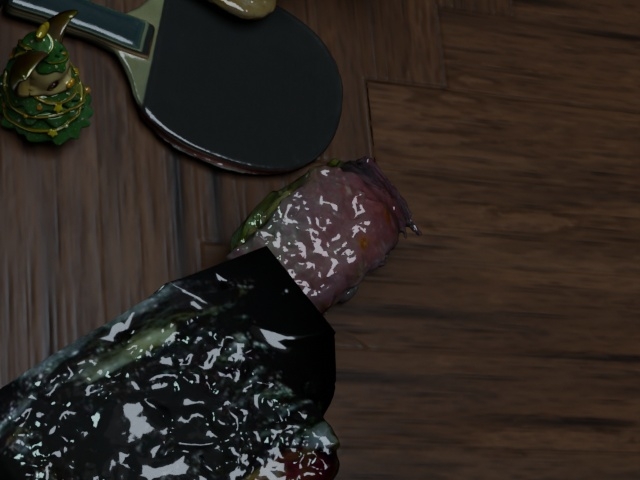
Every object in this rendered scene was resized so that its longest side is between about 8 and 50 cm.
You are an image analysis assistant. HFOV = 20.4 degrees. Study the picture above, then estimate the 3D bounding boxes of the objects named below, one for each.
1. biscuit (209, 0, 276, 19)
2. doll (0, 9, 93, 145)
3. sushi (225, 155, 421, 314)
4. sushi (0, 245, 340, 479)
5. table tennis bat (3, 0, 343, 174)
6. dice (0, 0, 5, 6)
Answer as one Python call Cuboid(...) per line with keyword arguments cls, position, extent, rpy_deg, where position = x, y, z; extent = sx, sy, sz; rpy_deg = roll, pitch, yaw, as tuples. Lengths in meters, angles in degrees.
Cuboid(cls="biscuit", position=(-0.102, -0.236, 1.517), extent=(0.147, 0.018, 0.071), rpy_deg=(30, 47, -4))
Cuboid(cls="doll", position=(-0.225, -0.134, 1.380), extent=(0.077, 0.113, 0.078), rpy_deg=(17, 57, 22))
Cuboid(cls="sushi", position=(0.006, -0.006, 1.402), extent=(0.107, 0.161, 0.241), rpy_deg=(49, 58, 1))
Cuboid(cls="sushi", position=(-0.100, 0.168, 1.214), extent=(0.227, 0.215, 0.212), rpy_deg=(-22, 59, -35))
Cuboid(cls="table tennis bat", position=(-0.117, -0.153, 1.484), extent=(0.301, 0.022, 0.173), rpy_deg=(18, 61, -19))
Cuboid(cls="dice", position=(-0.339, -0.368, 1.283), extent=(0.348, 0.330, 0.328), rpy_deg=(18, 63, -20))
